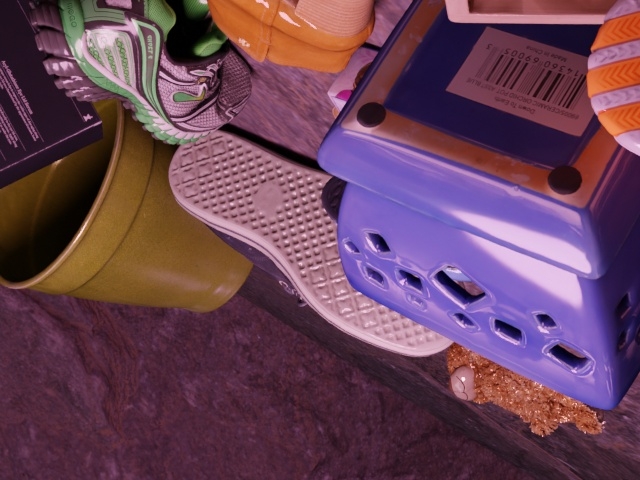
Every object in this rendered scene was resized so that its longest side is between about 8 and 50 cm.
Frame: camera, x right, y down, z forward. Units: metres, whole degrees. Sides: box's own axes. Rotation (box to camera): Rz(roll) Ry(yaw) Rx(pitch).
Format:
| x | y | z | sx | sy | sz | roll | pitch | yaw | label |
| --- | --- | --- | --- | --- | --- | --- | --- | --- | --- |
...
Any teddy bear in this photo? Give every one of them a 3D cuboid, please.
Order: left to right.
| x | y | z | sx | sy | sz | roll | pitch | yaw | label |
| --- | --- | --- | --- | --- | --- | --- | --- | --- | --- |
| 0.342 | 0.256 | 1.706 | 0.338 | 0.113 | 0.245 | 21 | 162 | 37 | teddy bear |

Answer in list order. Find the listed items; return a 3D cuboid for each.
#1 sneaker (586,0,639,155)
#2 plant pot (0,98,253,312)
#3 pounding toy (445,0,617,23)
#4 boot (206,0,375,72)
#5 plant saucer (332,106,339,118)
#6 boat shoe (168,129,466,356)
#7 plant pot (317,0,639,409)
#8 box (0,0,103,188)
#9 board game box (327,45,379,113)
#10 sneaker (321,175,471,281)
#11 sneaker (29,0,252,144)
| x | y | z | sx | sy | sz | roll | pitch | yaw | label |
| --- | --- | --- | --- | --- | --- | --- | --- | --- | --- |
| 0.301 | -0.096 | 0.448 | 0.321 | 0.124 | 0.180 | -1 | -179 | 32 | sneaker |
| -0.298 | -0.039 | 1.619 | 0.353 | 0.366 | 0.366 | 26 | 173 | -38 | plant pot |
| 0.091 | -0.186 | 0.450 | 0.181 | 0.094 | 0.206 | 3 | 168 | 13 | pounding toy |
| -0.091 | -0.237 | 0.818 | 0.295 | 0.104 | 0.211 | 28 | 168 | -5 | boot |
| 0.053 | -0.131 | 1.091 | 0.083 | 0.015 | 0.083 | 30 | 168 | 7 | plant saucer |
| 0.000 | 0.000 | 1.374 | 0.500 | 0.186 | 0.156 | 31 | 174 | 27 | boat shoe |
| 0.146 | -0.059 | 0.676 | 0.236 | 0.236 | 0.212 | 25 | 160 | 27 | plant pot |
| -0.427 | -0.217 | 1.272 | 0.261 | 0.184 | 0.103 | 61 | 169 | 1 | box |
| 0.197 | -0.042 | 0.981 | 0.319 | 0.066 | 0.318 | 25 | 166 | 28 | board game box |
| 0.093 | -0.008 | 1.049 | 0.209 | 0.069 | 0.082 | 25 | 170 | 28 | sneaker |
| -0.142 | -0.186 | 1.008 | 0.146 | 0.134 | 0.343 | -13 | 175 | 17 | sneaker |
